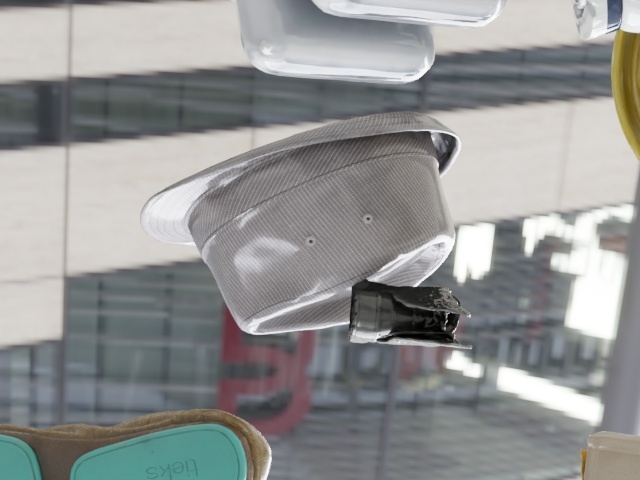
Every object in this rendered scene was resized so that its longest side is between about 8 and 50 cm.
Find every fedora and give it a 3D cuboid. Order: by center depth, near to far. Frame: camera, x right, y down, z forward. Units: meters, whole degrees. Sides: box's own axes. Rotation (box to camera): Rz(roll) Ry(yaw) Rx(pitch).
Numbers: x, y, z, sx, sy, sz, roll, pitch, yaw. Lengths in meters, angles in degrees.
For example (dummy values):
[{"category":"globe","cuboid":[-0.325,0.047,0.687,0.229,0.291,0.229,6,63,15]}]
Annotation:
[{"category":"fedora","cuboid":[0.000,0.000,1.305,0.275,0.124,0.244,-18,164,-7]}]

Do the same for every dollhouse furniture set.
[{"category":"dollhouse furniture set","cuboid":[0.249,0.173,1.047,0.151,0.076,0.058,3,173,31]}]

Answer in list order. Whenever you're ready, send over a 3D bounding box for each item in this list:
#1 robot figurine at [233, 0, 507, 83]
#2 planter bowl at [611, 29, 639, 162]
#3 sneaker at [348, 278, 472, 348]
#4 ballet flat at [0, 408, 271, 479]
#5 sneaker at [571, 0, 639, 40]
[{"category":"robot figurine","cuboid":[0.004,-0.266,0.867,0.200,0.353,0.300,2,159,-34]},{"category":"planter bowl","cuboid":[0.305,-0.119,1.090,0.217,0.217,0.090,6,-174,2]},{"category":"sneaker","cuboid":[0.067,0.059,1.218,0.089,0.051,0.170,3,-179,1]},{"category":"ballet flat","cuboid":[-0.201,0.196,1.269,0.342,0.116,0.124,-11,170,9]},{"category":"sneaker","cuboid":[0.192,-0.208,0.953,0.095,0.090,0.235,-7,-131,8]}]
